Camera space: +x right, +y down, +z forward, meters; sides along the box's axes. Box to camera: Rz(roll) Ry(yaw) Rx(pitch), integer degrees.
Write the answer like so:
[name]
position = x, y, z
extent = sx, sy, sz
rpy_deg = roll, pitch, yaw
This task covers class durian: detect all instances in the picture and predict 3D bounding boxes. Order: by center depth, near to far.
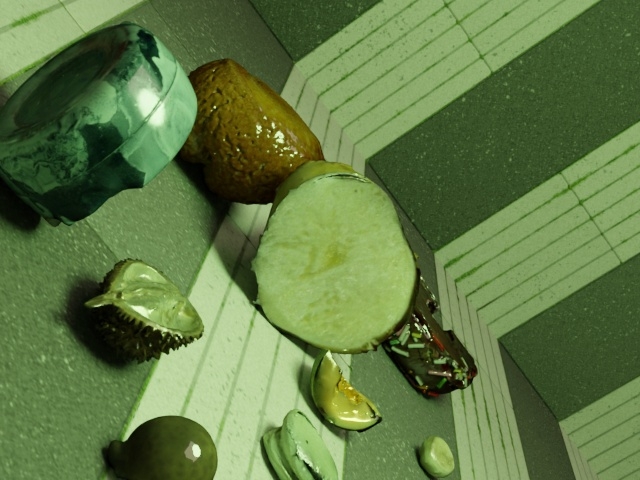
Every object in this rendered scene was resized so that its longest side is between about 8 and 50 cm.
[durian]
position = -0.228, 0.094, 1.246
extent = 0.148, 0.091, 0.188
rpy_deg = 49, 14, 25

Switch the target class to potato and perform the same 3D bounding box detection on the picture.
[potato]
position = 0.000, 0.000, 1.860
extent = 0.397, 0.290, 0.296
rpy_deg = 57, 4, -32

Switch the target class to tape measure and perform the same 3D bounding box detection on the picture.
[tape measure]
position = -0.278, -0.147, 1.265
extent = 0.147, 0.256, 0.275
rpy_deg = 51, 10, -33

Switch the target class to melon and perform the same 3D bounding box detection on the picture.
[melon]
position = 0.024, 0.259, 1.745
extent = 0.160, 0.079, 0.128
rpy_deg = 51, -3, -16

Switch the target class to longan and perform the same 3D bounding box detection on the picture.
[longan]
position = -0.172, 0.241, 1.113
extent = 0.119, 0.106, 0.106
rpy_deg = 9, 32, -14

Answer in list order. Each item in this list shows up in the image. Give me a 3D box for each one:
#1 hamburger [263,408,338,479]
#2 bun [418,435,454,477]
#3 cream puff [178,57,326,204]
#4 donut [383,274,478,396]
[hamburger]
position = -0.024, 0.317, 1.474
extent = 0.140, 0.062, 0.133
rpy_deg = 55, 13, 5
[bun]
position = 0.227, 0.436, 2.042
extent = 0.086, 0.055, 0.086
rpy_deg = 37, 34, -32
[cream puff]
position = -0.147, -0.186, 1.874
extent = 0.303, 0.212, 0.303
rpy_deg = 44, 14, -14
[donut]
position = 0.226, 0.217, 2.353
extent = 0.345, 0.136, 0.259
rpy_deg = 55, 17, -1
